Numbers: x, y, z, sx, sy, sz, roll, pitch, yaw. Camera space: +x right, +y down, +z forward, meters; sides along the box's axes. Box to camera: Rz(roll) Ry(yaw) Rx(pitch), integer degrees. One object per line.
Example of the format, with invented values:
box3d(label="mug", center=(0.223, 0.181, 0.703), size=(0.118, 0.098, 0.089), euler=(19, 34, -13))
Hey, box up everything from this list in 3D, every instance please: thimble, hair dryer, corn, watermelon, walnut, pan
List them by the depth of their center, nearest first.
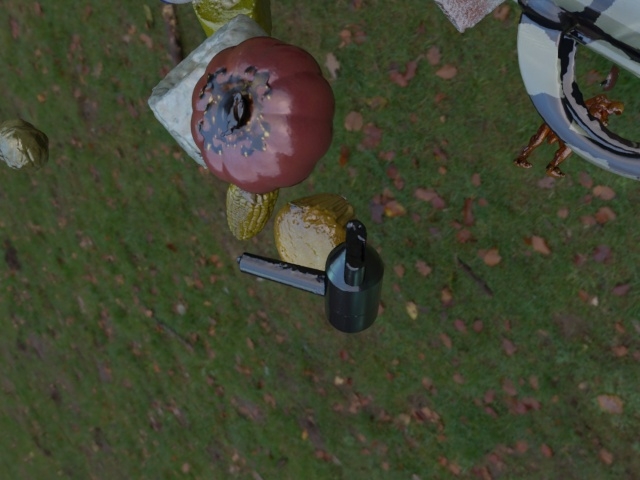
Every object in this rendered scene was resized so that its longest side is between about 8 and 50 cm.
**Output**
box3d(label="walnut", center=(-0.481, -0.152, 1.068), size=(0.092, 0.092, 0.092), euler=(26, 131, 33))
box3d(label="hair dryer", center=(-0.027, 0.051, 1.282), size=(0.303, 0.116, 0.244), euler=(12, 144, 10))
box3d(label="corn", center=(-0.137, -0.070, 1.301), size=(0.097, 0.097, 0.261), euler=(50, 159, 10))
box3d(label="thimble", center=(-0.199, -0.297, 1.343), size=(0.195, 0.291, 0.292), euler=(46, 146, -22))
box3d(label="pan", center=(0.715, -0.393, 1.634), size=(0.023, 0.115, 0.068), euler=(27, 129, 24))
box3d(label="watermelon", center=(0.359, -0.679, 1.698), size=(0.310, 0.193, 0.231), euler=(6, 135, -6))

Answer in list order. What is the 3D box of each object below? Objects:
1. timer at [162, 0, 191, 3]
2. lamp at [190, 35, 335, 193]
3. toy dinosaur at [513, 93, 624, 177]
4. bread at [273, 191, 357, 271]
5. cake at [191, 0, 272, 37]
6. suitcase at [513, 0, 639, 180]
box3d(label="timer", center=(-0.195, -0.610, 1.250), size=(0.270, 0.383, 0.270), euler=(38, 170, 8))
box3d(label="lamp", center=(-0.073, -0.143, 0.759), size=(0.182, 0.140, 0.181), euler=(2, 93, 32))
box3d(label="toy dinosaur", center=(0.545, -0.246, 1.553), size=(0.097, 0.208, 0.432), euler=(32, -179, -10))
box3d(label="bread", center=(-0.002, 0.004, 1.543), size=(0.240, 0.139, 0.239), euler=(19, 126, 28))
box3d(label="cake", center=(-0.224, -0.598, 1.664), size=(0.179, 0.260, 0.156), euler=(-10, 154, 12))
box3d(label="suitcase", center=(0.276, -0.192, 0.413), size=(0.352, 0.194, 0.339), euler=(38, 115, 15))
